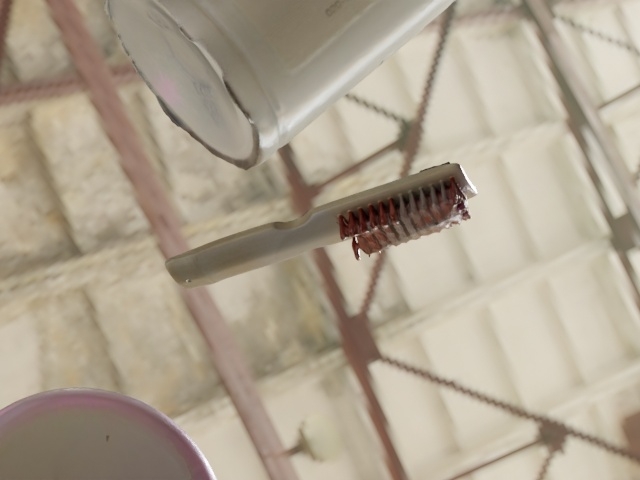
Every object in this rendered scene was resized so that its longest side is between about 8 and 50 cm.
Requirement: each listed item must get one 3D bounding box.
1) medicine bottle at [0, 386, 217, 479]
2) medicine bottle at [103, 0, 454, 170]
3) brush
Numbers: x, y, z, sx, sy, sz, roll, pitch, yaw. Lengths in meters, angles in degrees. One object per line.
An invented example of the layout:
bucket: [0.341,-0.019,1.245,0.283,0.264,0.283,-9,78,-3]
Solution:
medicine bottle: [-0.151,0.175,1.011,0.152,0.254,0.152,6,-108,-19]
medicine bottle: [0.005,-0.231,1.568,0.332,0.190,0.190,-41,-78,-17]
brush: [0.000,0.000,1.885,0.060,0.321,0.050,51,-154,-51]
